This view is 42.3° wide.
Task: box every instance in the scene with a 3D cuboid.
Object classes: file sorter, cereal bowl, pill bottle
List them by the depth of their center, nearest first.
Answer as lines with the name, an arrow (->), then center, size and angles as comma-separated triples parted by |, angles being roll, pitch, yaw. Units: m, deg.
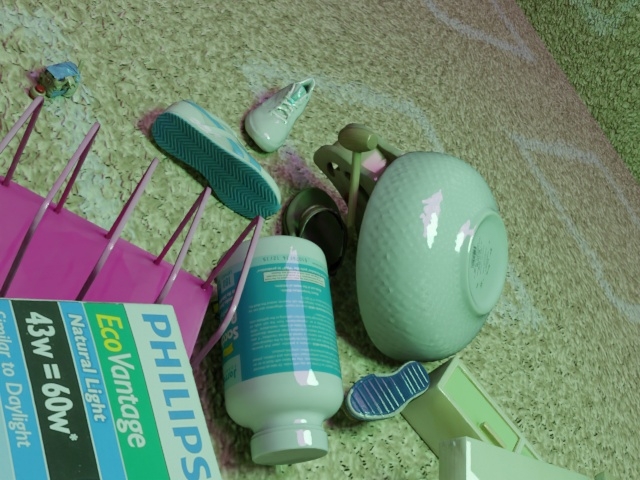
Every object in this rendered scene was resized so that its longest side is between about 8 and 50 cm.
file sorter -> -0.233, 0.008, 0.895 | 0.290, 0.182, 0.202 | 29, 37, -14
pill bottle -> -0.051, 0.137, 1.029 | 0.146, 0.146, 0.264 | 17, 55, -40
cereal bowl -> 0.200, 0.030, 1.299 | 0.339, 0.141, 0.339 | -13, 106, -54

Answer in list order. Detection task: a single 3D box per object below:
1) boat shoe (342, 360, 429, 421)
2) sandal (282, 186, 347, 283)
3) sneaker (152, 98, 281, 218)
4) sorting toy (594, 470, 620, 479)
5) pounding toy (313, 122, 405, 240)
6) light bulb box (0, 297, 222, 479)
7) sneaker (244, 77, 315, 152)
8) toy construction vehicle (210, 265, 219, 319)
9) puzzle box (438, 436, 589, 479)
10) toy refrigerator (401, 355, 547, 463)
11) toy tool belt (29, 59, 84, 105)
boat shoe -> 0.087, 0.228, 1.188 | 0.183, 0.066, 0.066 | -7, 63, -49
sandal -> 0.001, 0.002, 1.287 | 0.120, 0.086, 0.303 | 40, 25, -15
sneaker -> -0.144, -0.128, 1.263 | 0.228, 0.087, 0.092 | 43, 31, -13
sorting toy -> 0.529, 0.558, 1.352 | 0.255, 0.089, 0.257 | 37, 35, -19
pounding toy -> 0.051, -0.084, 1.357 | 0.154, 0.270, 0.155 | 27, 59, 39
light bulb box -> -0.264, 0.245, 0.617 | 0.361, 0.225, 0.358 | 6, 52, -45
sneaker -> -0.063, -0.234, 1.455 | 0.080, 0.094, 0.212 | 43, 34, -12
toy construction vehicle -> -0.109, 0.070, 1.148 | 0.098, 0.035, 0.086 | 12, 48, -43
puzzle box -> 0.256, 0.480, 1.047 | 0.272, 0.052, 0.409 | 26, 56, -33
toy refrigerator -> 0.254, 0.318, 1.268 | 0.269, 0.094, 0.102 | 51, 33, 1
toy tool belt -> -0.360, -0.224, 1.136 | 0.052, 0.051, 0.083 | 47, 33, -2
